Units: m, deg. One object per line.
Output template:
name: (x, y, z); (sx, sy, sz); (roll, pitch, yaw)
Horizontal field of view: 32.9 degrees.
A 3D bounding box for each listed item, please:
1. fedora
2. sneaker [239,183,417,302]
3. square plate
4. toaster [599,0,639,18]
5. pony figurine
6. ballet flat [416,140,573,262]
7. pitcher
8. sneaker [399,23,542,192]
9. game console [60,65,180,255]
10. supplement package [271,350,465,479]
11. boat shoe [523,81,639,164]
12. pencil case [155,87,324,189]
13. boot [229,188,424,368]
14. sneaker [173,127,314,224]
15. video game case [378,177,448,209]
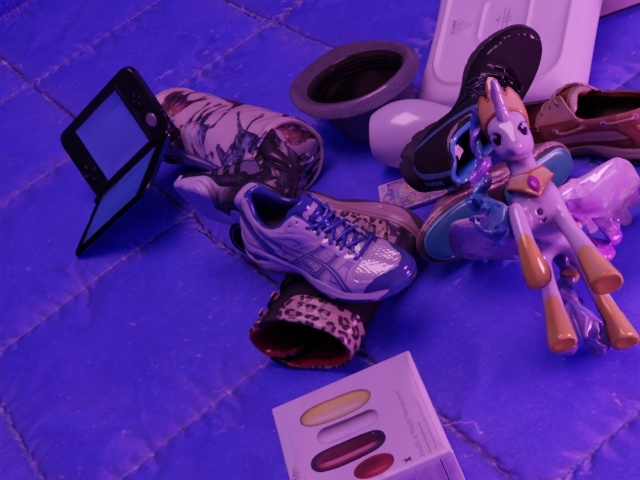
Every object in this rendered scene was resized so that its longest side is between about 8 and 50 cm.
fedora: (0.084, -0.278, 2.109); (0.275, 0.124, 0.244); (14, 51, 48)
sneaker: (0.000, 0.000, 1.623); (0.296, 0.131, 0.112); (13, 48, 25)
square plate: (0.354, -0.404, 2.051); (0.344, 0.049, 0.347); (3, 70, 33)
toaster: (0.546, -0.519, 2.139); (0.185, 0.110, 0.168); (-18, 36, 11)
pony figurine: (0.324, -0.018, 1.519); (0.302, 0.351, 0.363); (-23, 55, 10)
ballet flat: (0.270, -0.064, 1.774); (0.316, 0.108, 0.106); (-29, 24, -16)
pitcher: (0.202, -0.202, 1.970); (0.207, 0.126, 0.178); (-3, 20, 14)
sneaker: (0.278, -0.211, 1.778); (0.341, 0.125, 0.139); (-55, 25, -11)
game console: (-0.429, -0.156, 2.146); (0.293, 0.250, 0.173); (-36, -1, 40)
supplement package: (0.069, 0.288, 1.409); (0.203, 0.149, 0.194); (-24, 36, 2)
boat shoe: (0.434, -0.212, 1.823); (0.324, 0.120, 0.122); (6, 47, 36)
pencil case: (-0.189, -0.193, 2.143); (0.183, 0.160, 0.410); (-34, 36, -30)
boot: (-0.037, 0.060, 1.771); (0.377, 0.138, 0.284); (7, 47, 29)
sneaker: (-0.123, -0.109, 1.835); (0.268, 0.101, 0.153); (11, 61, 43)
video game case: (0.164, -0.087, 1.925); (0.122, 0.011, 0.087); (-18, 37, 11)
